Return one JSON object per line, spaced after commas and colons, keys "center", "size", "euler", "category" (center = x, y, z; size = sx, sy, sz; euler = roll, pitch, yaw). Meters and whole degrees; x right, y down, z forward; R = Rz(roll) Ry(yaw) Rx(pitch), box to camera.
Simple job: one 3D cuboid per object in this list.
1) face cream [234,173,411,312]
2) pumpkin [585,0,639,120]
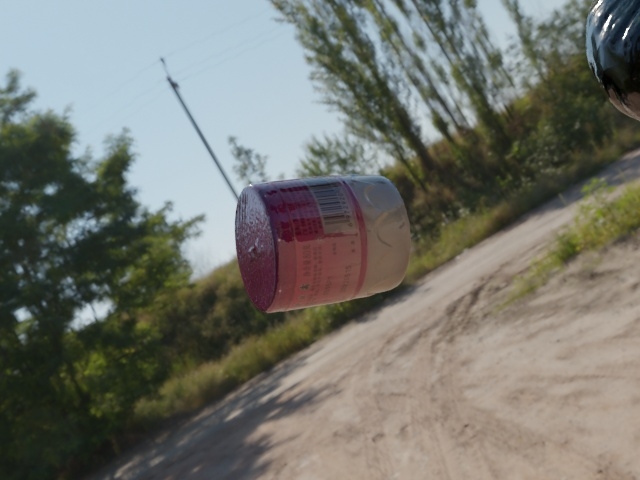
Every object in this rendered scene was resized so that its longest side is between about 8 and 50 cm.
{"center": [0.000, 0.000, 1.044], "size": [0.195, 0.175, 0.175], "euler": [-7, -12, -22], "category": "face cream"}
{"center": [0.305, -0.168, 0.583], "size": [0.202, 0.140, 0.202], "euler": [-32, 39, 30], "category": "pumpkin"}
